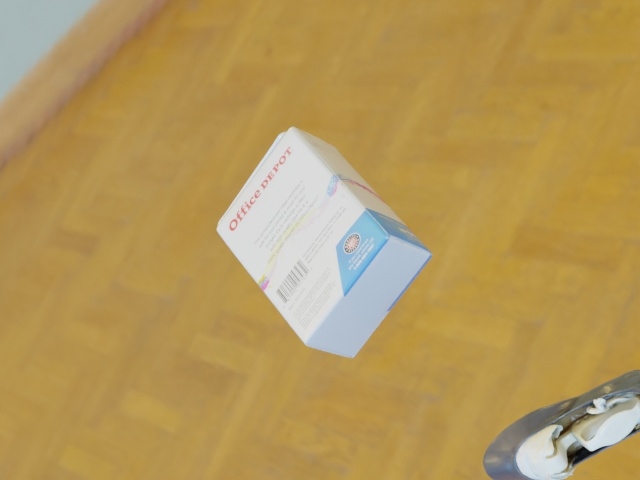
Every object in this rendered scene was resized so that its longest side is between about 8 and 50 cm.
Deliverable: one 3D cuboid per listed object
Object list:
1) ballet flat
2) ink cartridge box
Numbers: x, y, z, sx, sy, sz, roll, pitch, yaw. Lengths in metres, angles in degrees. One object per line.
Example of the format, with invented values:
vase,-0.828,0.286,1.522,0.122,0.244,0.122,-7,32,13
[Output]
ballet flat,0.248,0.191,1.596,0.203,0.074,0.074,-30,39,15
ink cartridge box,0.000,0.000,1.031,0.088,0.052,0.122,-53,50,15
